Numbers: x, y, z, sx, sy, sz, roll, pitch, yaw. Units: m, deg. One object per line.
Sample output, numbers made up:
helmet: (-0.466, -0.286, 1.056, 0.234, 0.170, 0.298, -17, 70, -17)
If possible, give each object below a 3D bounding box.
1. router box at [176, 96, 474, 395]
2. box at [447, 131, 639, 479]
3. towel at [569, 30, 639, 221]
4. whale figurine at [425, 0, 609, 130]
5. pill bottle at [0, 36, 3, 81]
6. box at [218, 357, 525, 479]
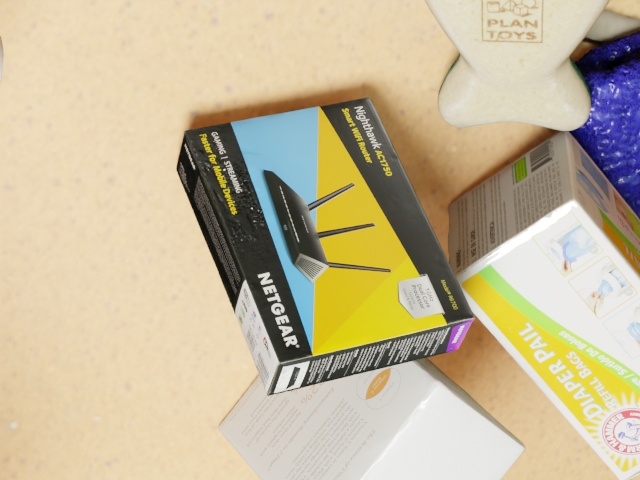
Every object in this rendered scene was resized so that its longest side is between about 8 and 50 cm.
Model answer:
router box: (0.000, 0.000, 1.192, 0.133, 0.179, 0.046, -12, 150, -21)
box: (0.188, 0.046, 1.288, 0.103, 0.114, 0.203, -34, 111, 20)
towel: (0.299, -0.018, 1.376, 0.228, 0.076, 0.308, -23, 117, -16)
whale figurine: (0.127, -0.195, 1.210, 0.216, 0.141, 0.272, 1, 134, 8)
pill bottle: (-0.316, -0.114, 1.011, 0.272, 0.152, 0.152, 23, 98, -30)
box: (0.030, 0.130, 1.251, 0.091, 0.170, 0.130, 38, 92, -32)
